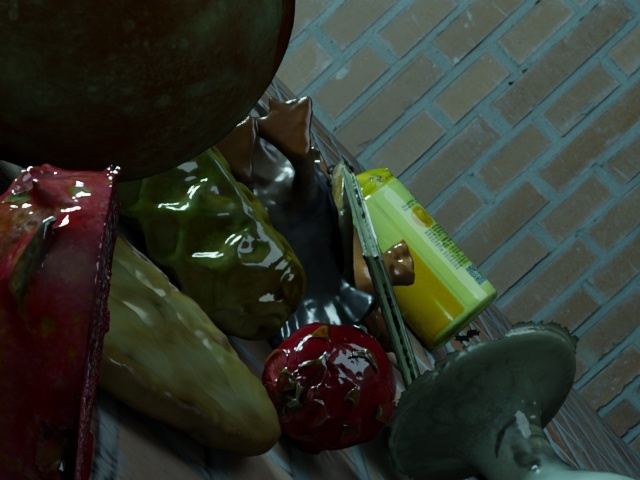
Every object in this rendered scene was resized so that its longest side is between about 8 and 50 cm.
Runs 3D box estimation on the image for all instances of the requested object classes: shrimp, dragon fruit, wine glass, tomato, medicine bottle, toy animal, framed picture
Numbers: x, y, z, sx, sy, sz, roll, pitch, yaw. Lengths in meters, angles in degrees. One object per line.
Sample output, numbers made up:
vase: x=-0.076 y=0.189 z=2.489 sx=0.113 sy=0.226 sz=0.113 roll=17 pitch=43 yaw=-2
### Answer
shrimp: x=0.010 y=0.006 z=1.545 sx=0.219 sy=0.046 sz=0.152 roll=97 pitch=-9 yaw=-77
dragon fruit: x=-0.138 y=0.042 z=0.654 sx=0.111 sy=0.153 sz=0.153 roll=4 pitch=13 yaw=-3
dragon fruit: x=0.012 y=0.106 z=1.185 sx=0.094 sy=0.094 sz=0.190 roll=49 pitch=1 yaw=15
wine glass: x=0.193 y=0.230 z=1.167 sx=0.190 sy=0.190 sz=0.357 roll=40 pitch=12 yaw=-49
tomato: x=-0.152 y=-0.148 z=1.007 sx=0.270 sy=0.223 sz=0.270 roll=29 pitch=-18 yaw=10
medicine bottle: x=0.106 y=0.019 z=2.108 sx=0.239 sy=0.124 sz=0.124 roll=47 pitch=7 yaw=6
toy animal: x=-0.047 y=-0.042 z=1.407 sx=0.298 sy=0.122 sz=0.185 roll=64 pitch=-15 yaw=10
framed picture: x=0.069 y=0.090 z=1.391 sx=0.217 sy=0.017 sz=0.274 roll=-104 pitch=176 yaw=-67
toy animal: x=0.000 y=0.000 z=1.750 sx=0.312 sy=0.097 sz=0.157 roll=51 pitch=20 yaw=11

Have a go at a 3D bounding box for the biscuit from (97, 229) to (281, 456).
biscuit: x=-0.106 y=0.052 z=0.985 sx=0.203 sy=0.041 sz=0.260 roll=52 pitch=8 yaw=8

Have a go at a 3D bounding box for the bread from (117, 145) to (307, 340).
bread: x=-0.108 y=-0.036 z=1.243 sx=0.269 sy=0.087 sz=0.098 roll=51 pitch=5 yaw=21

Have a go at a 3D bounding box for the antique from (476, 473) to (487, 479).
antique: x=0.168 y=0.235 z=1.702 sx=0.192 sy=0.015 sz=0.031 roll=40 pitch=10 yaw=-47
